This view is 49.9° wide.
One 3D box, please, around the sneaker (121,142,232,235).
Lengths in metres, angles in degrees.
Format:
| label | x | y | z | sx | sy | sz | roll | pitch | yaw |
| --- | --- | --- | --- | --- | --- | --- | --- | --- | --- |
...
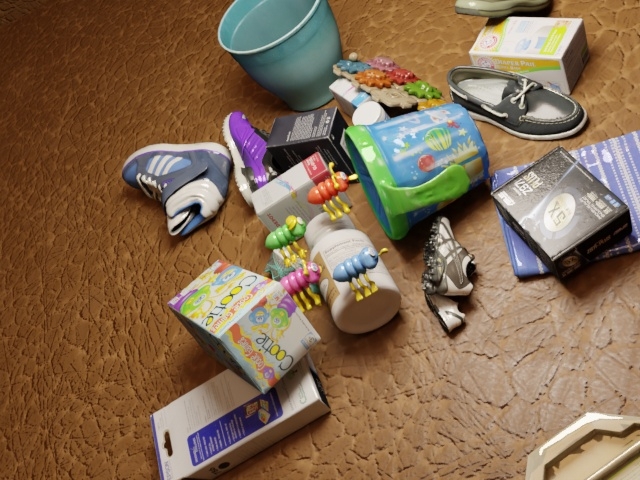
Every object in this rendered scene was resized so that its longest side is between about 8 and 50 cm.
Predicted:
| label | x | y | z | sx | sy | sz | roll | pitch | yaw |
| --- | --- | --- | --- | --- | --- | --- | --- | --- | --- |
| sneaker | -0.377 | -0.115 | 1.683 | 0.323 | 0.130 | 0.236 | -6 | 51 | 21 |

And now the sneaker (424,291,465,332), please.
| label | x | y | z | sx | sy | sz | roll | pitch | yaw |
| --- | --- | --- | --- | --- | --- | --- | --- | --- | --- |
| sneaker | 0.220 | 0.116 | 1.229 | 0.044 | 0.040 | 0.109 | -23 | 50 | -7 |

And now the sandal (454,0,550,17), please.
| label | x | y | z | sx | sy | sz | roll | pitch | yaw |
| --- | --- | --- | --- | --- | --- | --- | --- | --- | --- |
| sandal | 0.403 | -0.534 | 1.479 | 0.120 | 0.086 | 0.303 | 15 | 28 | 40 |

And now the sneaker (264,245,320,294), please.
| label | x | y | z | sx | sy | sz | roll | pitch | yaw |
| --- | --- | --- | --- | --- | --- | --- | --- | --- | --- |
| sneaker | -0.059 | 0.075 | 1.415 | 0.076 | 0.065 | 0.166 | -55 | 43 | 7 |

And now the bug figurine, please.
| label | x | y | z | sx | sy | sz | roll | pitch | yaw |
| --- | --- | --- | --- | --- | --- | --- | --- | --- | --- |
| bug figurine | 0.000 | 0.000 | 1.234 | 0.216 | 0.072 | 0.279 | -34 | 47 | 18 |

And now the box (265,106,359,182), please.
| label | x | y | z | sx | sy | sz | roll | pitch | yaw |
| --- | --- | --- | --- | --- | --- | --- | --- | --- | --- |
| box | -0.009 | -0.199 | 1.509 | 0.158 | 0.156 | 0.093 | -5 | 55 | 28 |

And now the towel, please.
| label | x | y | z | sx | sy | sz | roll | pitch | yaw |
| --- | --- | --- | --- | --- | --- | --- | --- | --- | --- |
| towel | 0.481 | -0.075 | 1.208 | 0.336 | 0.040 | 0.243 | -17 | 51 | 19 |

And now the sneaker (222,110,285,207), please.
| label | x | y | z | sx | sy | sz | roll | pitch | yaw |
| --- | --- | --- | --- | --- | --- | --- | --- | --- | --- |
| sneaker | -0.137 | -0.213 | 1.644 | 0.146 | 0.102 | 0.293 | -24 | 53 | 8 |

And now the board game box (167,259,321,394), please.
| label | x | y | z | sx | sy | sz | roll | pitch | yaw |
| --- | --- | --- | --- | --- | --- | --- | --- | --- | --- |
| board game box | -0.149 | 0.149 | 1.273 | 0.142 | 0.144 | 0.275 | -42 | 25 | -18 |

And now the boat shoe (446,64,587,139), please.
| label | x | y | z | sx | sy | sz | roll | pitch | yaw |
| --- | --- | --- | --- | --- | --- | --- | --- | --- | --- |
| boat shoe | 0.382 | -0.283 | 1.382 | 0.303 | 0.091 | 0.114 | 20 | 69 | 39 |

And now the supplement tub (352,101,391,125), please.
| label | x | y | z | sx | sy | sz | roll | pitch | yaw |
| --- | --- | --- | --- | --- | --- | --- | --- | --- | --- |
| supplement tub | 0.124 | -0.243 | 1.491 | 0.071 | 0.107 | 0.070 | -16 | 57 | 26 |

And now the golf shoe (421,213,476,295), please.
| label | x | y | z | sx | sy | sz | roll | pitch | yaw |
| --- | --- | --- | --- | --- | --- | --- | --- | --- | --- |
| golf shoe | 0.238 | 0.032 | 1.262 | 0.094 | 0.077 | 0.198 | 13 | 44 | 0 |

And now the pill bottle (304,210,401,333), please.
| label | x | y | z | sx | sy | sz | roll | pitch | yaw |
| --- | --- | --- | --- | --- | --- | --- | --- | --- | --- |
| pill bottle | 0.051 | 0.053 | 1.306 | 0.131 | 0.131 | 0.229 | -32 | 47 | 7 |

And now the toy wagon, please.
| label | x | y | z | sx | sy | sz | roll | pitch | yaw |
| --- | --- | --- | --- | --- | --- | --- | --- | --- | --- |
| toy wagon | 0.418 | 0.391 | 0.884 | 0.267 | 0.068 | 0.344 | -37 | 47 | 2 |

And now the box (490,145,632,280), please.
| label | x | y | z | sx | sy | sz | roll | pitch | yaw |
| --- | --- | --- | --- | --- | --- | --- | --- | --- | --- |
| box | 0.404 | -0.049 | 1.164 | 0.147 | 0.077 | 0.180 | -35 | 51 | 5 |

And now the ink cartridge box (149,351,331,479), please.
| label | x | y | z | sx | sy | sz | roll | pitch | yaw |
| --- | --- | --- | --- | --- | --- | --- | --- | --- | --- |
| ink cartridge box | -0.155 | 0.320 | 1.279 | 0.333 | 0.065 | 0.165 | -30 | 47 | 7 |

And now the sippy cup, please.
| label | x | y | z | sx | sy | sz | roll | pitch | yaw |
| --- | --- | --- | --- | --- | --- | --- | --- | --- | --- |
| sippy cup | 0.192 | -0.149 | 1.322 | 0.224 | 0.240 | 0.305 | -24 | 57 | 0 |

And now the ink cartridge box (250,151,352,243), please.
| label | x | y | z | sx | sy | sz | roll | pitch | yaw |
| --- | --- | --- | --- | --- | --- | --- | --- | --- | --- |
| ink cartridge box | -0.042 | -0.086 | 1.465 | 0.175 | 0.127 | 0.072 | -31 | 46 | 7 |

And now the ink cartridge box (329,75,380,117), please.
| label | x | y | z | sx | sy | sz | roll | pitch | yaw |
| --- | --- | --- | --- | --- | --- | --- | --- | --- | --- |
| ink cartridge box | 0.086 | -0.317 | 1.585 | 0.052 | 0.088 | 0.122 | -43 | 47 | -4 |

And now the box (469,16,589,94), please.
| label | x | y | z | sx | sy | sz | roll | pitch | yaw |
| --- | --- | --- | --- | --- | --- | --- | --- | --- | --- |
| box | 0.429 | -0.384 | 1.420 | 0.203 | 0.103 | 0.114 | 17 | 67 | 38 |

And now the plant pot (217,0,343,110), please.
| label | x | y | z | sx | sy | sz | roll | pitch | yaw |
| --- | --- | --- | --- | --- | --- | --- | --- | --- | --- |
| plant pot | -0.064 | -0.464 | 1.669 | 0.272 | 0.255 | 0.271 | -16 | 51 | 21 |

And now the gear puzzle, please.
| label | x | y | z | sx | sy | sz | roll | pitch | yaw |
| --- | --- | --- | --- | --- | --- | --- | --- | --- | --- |
| gear puzzle | 0.174 | -0.345 | 1.519 | 0.176 | 0.044 | 0.339 | -11 | 37 | -30 |
